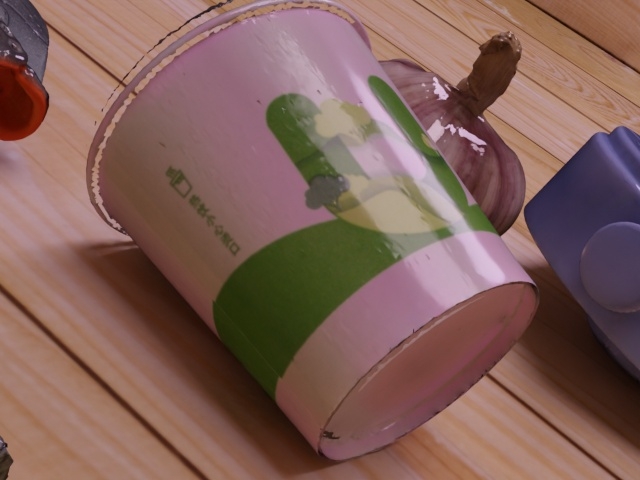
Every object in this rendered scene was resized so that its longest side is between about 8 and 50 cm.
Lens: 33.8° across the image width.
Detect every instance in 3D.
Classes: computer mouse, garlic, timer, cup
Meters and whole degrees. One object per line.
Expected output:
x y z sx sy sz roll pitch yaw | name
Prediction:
-0.308 -0.193 0.969 0.113 0.068 0.229 16 28 -23 | computer mouse
0.126 -0.121 1.088 0.245 0.253 0.245 23 35 -17 | garlic
0.360 0.057 1.062 0.395 0.173 0.395 37 22 -17 | timer
0.000 0.000 0.765 0.253 0.253 0.274 -3 48 -49 | cup

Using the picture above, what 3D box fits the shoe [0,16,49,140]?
-0.285 -0.157 0.826 0.171 0.132 0.336 30 37 -22 | shoe

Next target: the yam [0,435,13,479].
-0.268 0.080 0.360 0.271 0.201 0.202 37 46 7 | yam
